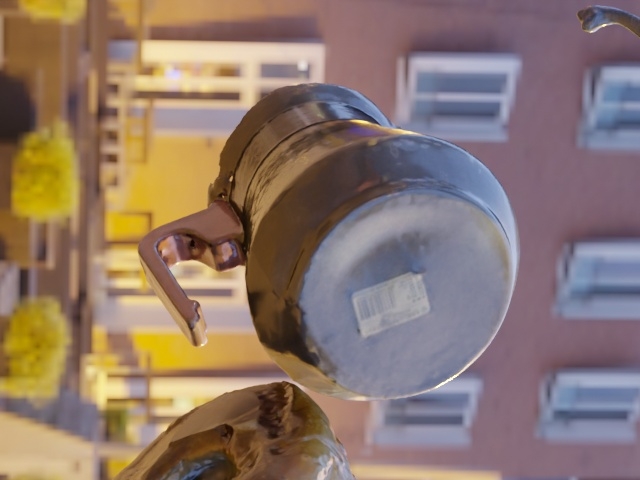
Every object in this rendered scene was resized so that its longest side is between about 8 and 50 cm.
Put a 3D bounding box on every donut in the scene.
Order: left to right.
[{"bbox_3d":[-0.094,0.281,1.841,0.160,0.330,0.330,52,7,-17],"label":"donut"}]

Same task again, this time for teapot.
[{"bbox_3d":[0.000,0.000,2.064,0.362,0.376,0.306,-129,-160,-61],"label":"teapot"}]

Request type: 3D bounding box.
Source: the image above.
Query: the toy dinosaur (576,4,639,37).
[{"bbox_3d":[0.389,-0.182,1.779,0.188,0.247,0.075,-118,-157,-47],"label":"toy dinosaur"}]
